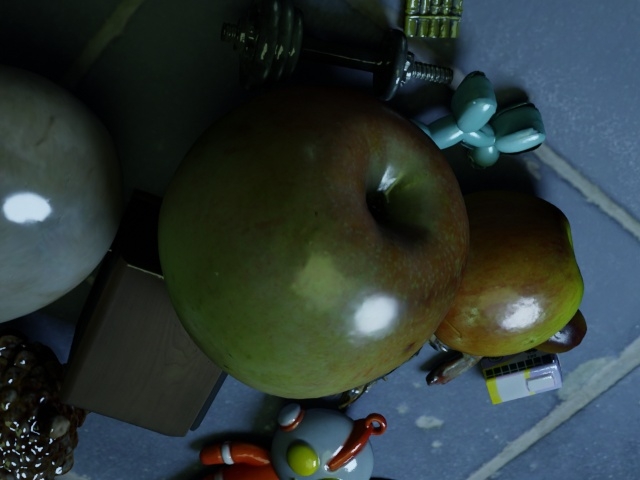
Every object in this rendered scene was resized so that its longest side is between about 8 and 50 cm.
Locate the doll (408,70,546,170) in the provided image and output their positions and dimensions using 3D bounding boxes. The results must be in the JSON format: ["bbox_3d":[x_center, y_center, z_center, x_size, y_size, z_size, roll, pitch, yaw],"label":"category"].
[{"bbox_3d":[0.149,-0.117,1.217,0.159,0.059,0.158,16,140,-35],"label":"doll"}]

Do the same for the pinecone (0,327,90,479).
[{"bbox_3d":[-0.411,0.219,1.352,0.273,0.224,0.224,-7,130,38],"label":"pinecone"}]

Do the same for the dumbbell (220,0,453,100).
[{"bbox_3d":[0.020,-0.196,1.154,0.255,0.110,0.110,8,124,-15],"label":"dumbbell"}]

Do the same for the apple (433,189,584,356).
[{"bbox_3d":[0.209,0.037,1.254,0.196,0.196,0.196,-1,124,-1],"label":"apple"}]

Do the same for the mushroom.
[{"bbox_3d":[-0.388,-0.071,1.144,0.362,0.294,0.362,-9,151,-5],"label":"mushroom"}]

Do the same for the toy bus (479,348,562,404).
[{"bbox_3d":[0.265,0.173,1.430,0.102,0.058,0.052,-15,124,9],"label":"toy bus"}]

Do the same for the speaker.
[{"bbox_3d":[-0.192,0.093,1.306,0.193,0.153,0.230,20,121,-15],"label":"speaker"}]

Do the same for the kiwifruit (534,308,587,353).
[{"bbox_3d":[0.274,0.099,1.372,0.125,0.075,0.075,18,122,-17],"label":"kiwifruit"}]

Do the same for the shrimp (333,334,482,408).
[{"bbox_3d":[0.127,0.150,1.415,0.251,0.052,0.143,-39,120,21],"label":"shrimp"}]

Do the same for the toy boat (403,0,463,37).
[{"bbox_3d":[0.121,-0.269,1.151,0.063,0.016,0.115,1,124,-1],"label":"toy boat"}]

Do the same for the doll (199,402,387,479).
[{"bbox_3d":[-0.042,0.327,1.495,0.336,0.105,0.199,-34,101,21],"label":"doll"}]

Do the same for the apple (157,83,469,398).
[{"bbox_3d":[0.000,0.000,1.102,0.319,0.319,0.277,35,156,-22],"label":"apple"}]
